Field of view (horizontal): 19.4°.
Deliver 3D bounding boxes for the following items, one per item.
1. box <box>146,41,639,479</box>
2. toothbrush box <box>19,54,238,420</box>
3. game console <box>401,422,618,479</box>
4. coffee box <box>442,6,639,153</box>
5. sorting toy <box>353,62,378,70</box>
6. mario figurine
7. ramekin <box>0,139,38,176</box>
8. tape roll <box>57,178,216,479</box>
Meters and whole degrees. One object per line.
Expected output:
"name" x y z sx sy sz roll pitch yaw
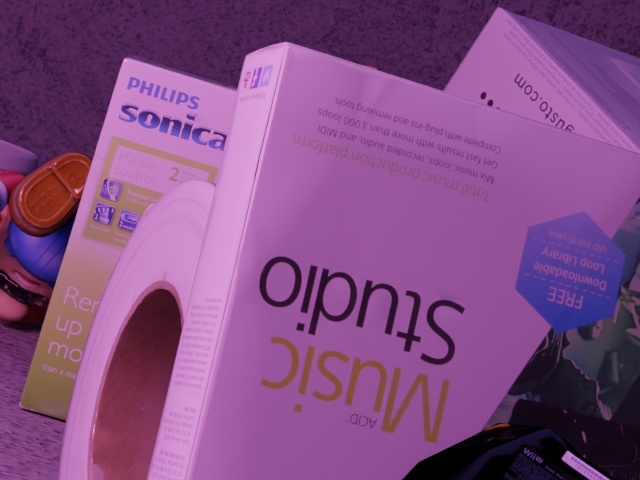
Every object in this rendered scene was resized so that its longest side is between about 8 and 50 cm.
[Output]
"box" 0.043 0.094 0.865 0.232 0.322 0.058 15 -5 -22
"toothbrush box" -0.097 0.017 1.475 0.206 0.283 0.122 18 4 -6
"game console" 0.146 0.234 0.730 0.361 0.213 0.044 35 -33 13
"coffee box" 0.284 0.029 1.862 0.338 0.334 0.337 13 30 -41
"sorting toy" 0.000 0.000 1.777 0.196 0.347 0.047 -1 5 2
"mario figurine" -0.246 0.025 1.677 0.170 0.198 0.320 -19 -1 -19
"ramekin" -0.463 -0.082 2.322 0.207 0.109 0.207 17 5 -2
"tape roll" -0.023 0.104 1.001 0.169 0.246 0.246 14 6 -23
